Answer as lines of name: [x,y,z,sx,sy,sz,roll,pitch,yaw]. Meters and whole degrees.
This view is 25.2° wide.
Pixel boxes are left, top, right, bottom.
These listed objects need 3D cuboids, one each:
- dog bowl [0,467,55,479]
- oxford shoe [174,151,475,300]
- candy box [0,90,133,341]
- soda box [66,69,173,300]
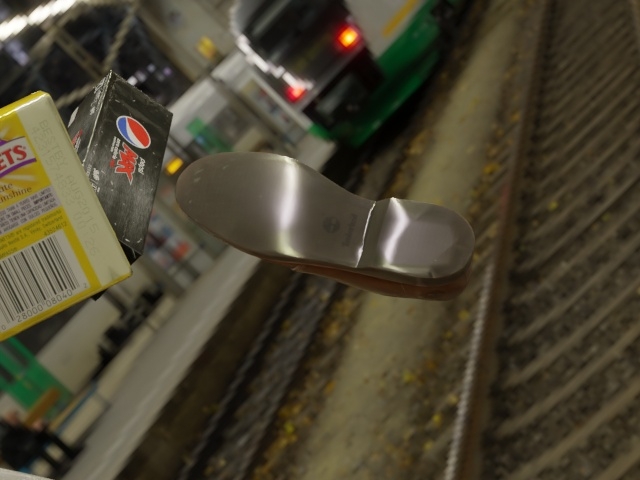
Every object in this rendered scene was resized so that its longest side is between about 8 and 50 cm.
dog bowl: [-0.188,0.313,0.900,0.102,0.348,0.349,-7,29,34]
oxford shoe: [0.000,0.000,0.970,0.076,0.212,0.076,78,-146,-61]
candy box: [-0.206,0.017,0.704,0.206,0.105,0.027,-27,17,-13]
soda box: [-0.145,-0.040,0.960,0.053,0.060,0.169,-42,25,29]
